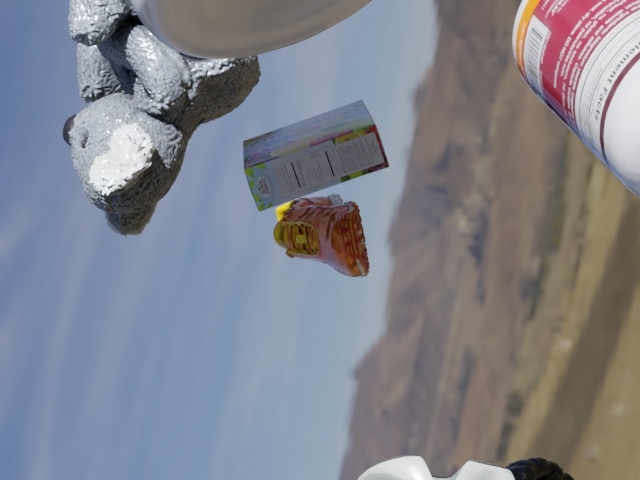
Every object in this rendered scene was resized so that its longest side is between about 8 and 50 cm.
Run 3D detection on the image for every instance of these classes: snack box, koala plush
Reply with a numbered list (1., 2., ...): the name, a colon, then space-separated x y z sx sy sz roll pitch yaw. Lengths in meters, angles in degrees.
1. snack box: -0.006 -0.065 1.376 0.141 0.100 0.037 -101 -7 -79
2. koala plush: -0.181 -0.123 1.901 0.196 0.203 0.221 101 -176 -70

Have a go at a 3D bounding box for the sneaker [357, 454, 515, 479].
1. sneaker: 0.179 0.235 1.140 0.122 0.330 0.146 113 163 -53

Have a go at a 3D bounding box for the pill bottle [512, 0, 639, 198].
1. pill bottle: 0.152 -0.067 0.821 0.152 0.086 0.086 -123 35 -53

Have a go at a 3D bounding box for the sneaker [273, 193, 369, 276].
1. sneaker: 0.000 0.000 1.490 0.175 0.067 0.064 -158 57 -79

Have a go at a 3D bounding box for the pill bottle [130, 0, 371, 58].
1. pill bottle: -0.083 -0.292 1.137 0.188 0.188 0.334 91 155 -63

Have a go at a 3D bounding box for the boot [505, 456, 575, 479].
1. boot: 0.160 0.372 1.565 0.348 0.260 0.131 61 -147 -5
